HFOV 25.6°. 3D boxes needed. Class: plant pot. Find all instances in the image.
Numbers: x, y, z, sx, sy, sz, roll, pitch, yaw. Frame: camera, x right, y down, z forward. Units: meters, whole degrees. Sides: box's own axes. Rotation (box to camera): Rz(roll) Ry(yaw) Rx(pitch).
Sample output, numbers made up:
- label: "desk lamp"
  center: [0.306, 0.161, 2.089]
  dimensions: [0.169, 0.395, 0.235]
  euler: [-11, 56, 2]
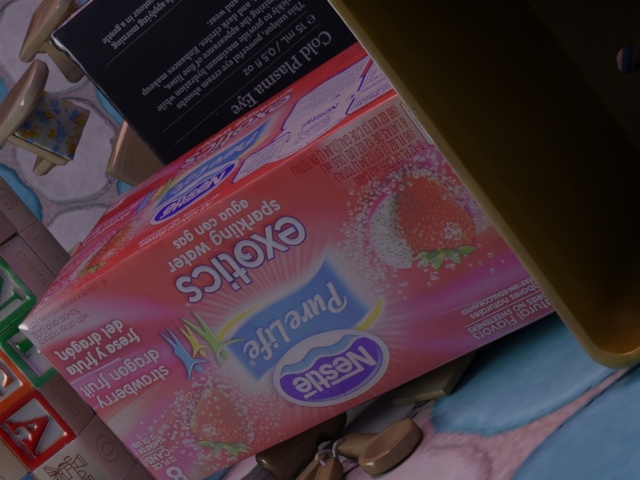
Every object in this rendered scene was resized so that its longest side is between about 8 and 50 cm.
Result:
- label: "plant pot"
  center: [0.163, -0.103, 0.628]
  dimensions: [0.212, 0.212, 0.187]
  euler: [-37, -3, 21]

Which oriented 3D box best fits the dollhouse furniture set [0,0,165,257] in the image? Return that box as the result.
- label: "dollhouse furniture set"
  center: [-0.161, -0.082, 1.545]
  dimensions: [0.256, 0.362, 0.394]
  euler: [-32, 39, 54]

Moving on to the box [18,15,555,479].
- label: "box"
  center: [0.000, 0.000, 0.787]
  dimensions: [0.300, 0.142, 0.154]
  euler: [-30, 18, 30]

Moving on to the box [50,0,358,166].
- label: "box"
  center: [0.032, -0.155, 1.101]
  dimensions: [0.343, 0.312, 0.179]
  euler: [-38, 7, 12]

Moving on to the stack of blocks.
- label: "stack of blocks"
  center: [-0.223, 0.093, 0.949]
  dimensions: [0.171, 0.297, 0.087]
  euler: [-38, 6, 15]

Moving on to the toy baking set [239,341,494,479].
- label: "toy baking set"
  center: [-0.011, 0.115, 0.804]
  dimensions: [0.256, 0.030, 0.197]
  euler: [-34, 10, 38]

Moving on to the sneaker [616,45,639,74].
- label: "sneaker"
  center: [0.196, -0.185, 0.803]
  dimensions: [0.131, 0.112, 0.296]
  euler: [-36, -35, -44]
